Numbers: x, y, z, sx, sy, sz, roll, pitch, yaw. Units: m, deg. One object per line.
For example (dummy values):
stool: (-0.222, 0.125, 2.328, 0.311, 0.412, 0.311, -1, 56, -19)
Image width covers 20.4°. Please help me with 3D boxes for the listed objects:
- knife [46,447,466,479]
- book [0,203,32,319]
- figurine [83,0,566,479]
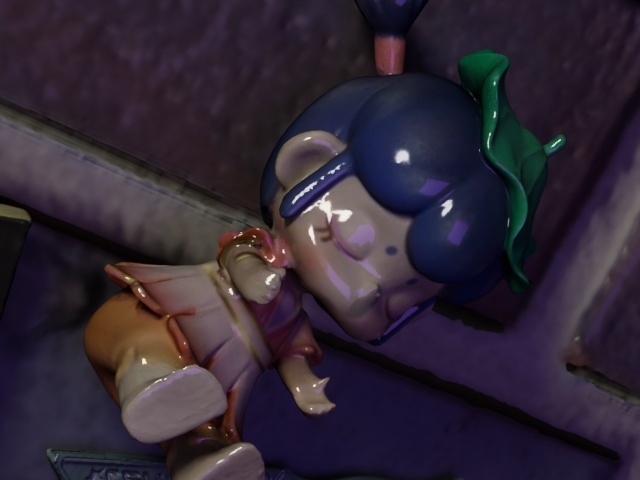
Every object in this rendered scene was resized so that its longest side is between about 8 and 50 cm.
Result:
knife: (-0.020, 0.103, 0.723, 0.210, 0.015, 0.028, 9, 113, -35)
book: (-0.199, 0.084, 0.591, 0.160, 0.024, 0.228, 10, 106, -37)
figurine: (0.000, 0.000, 0.637, 0.195, 0.102, 0.111, -33, 129, -12)
